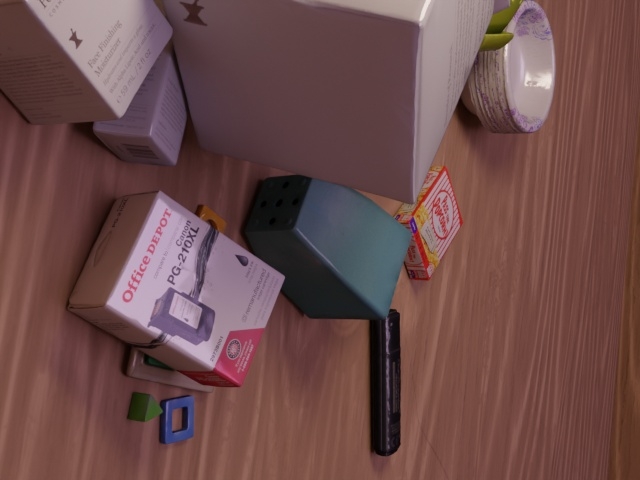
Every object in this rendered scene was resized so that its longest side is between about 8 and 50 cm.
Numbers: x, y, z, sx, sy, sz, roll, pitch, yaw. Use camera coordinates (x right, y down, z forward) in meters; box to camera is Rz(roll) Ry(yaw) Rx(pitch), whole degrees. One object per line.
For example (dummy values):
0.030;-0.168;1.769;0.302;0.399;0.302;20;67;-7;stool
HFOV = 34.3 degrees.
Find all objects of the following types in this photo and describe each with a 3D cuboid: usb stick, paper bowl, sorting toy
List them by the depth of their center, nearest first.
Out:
-0.186;0.116;1.475;0.196;0.047;0.347;25;71;-55;sorting toy
0.125;0.266;1.963;0.077;0.045;0.278;-10;100;-63;usb stick
0.393;-0.372;2.242;0.284;0.148;0.284;-4;95;-57;paper bowl

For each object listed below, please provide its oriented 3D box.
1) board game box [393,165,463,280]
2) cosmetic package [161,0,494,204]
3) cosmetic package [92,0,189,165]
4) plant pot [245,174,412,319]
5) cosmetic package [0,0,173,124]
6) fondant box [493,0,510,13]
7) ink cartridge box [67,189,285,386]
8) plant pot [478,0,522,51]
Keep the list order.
0.217;-0.037;2.083;0.193;0.045;0.146;-55;134;-40;board game box
0.034;-0.326;1.367;0.327;0.329;0.393;84;26;-55;cosmetic package
-0.216;-0.225;1.349;0.117;0.086;0.231;63;36;-72;cosmetic package
0.000;0.000;1.661;0.234;0.166;0.165;42;57;-40;plant pot
-0.299;-0.249;1.185;0.183;0.151;0.151;55;48;-43;cosmetic package
0.201;-0.538;1.682;0.238;0.096;0.330;23;46;-77;fondant box
-0.185;0.067;1.368;0.237;0.100;0.172;36;64;-34;ink cartridge box
0.263;-0.471;1.945;0.227;0.228;0.207;-25;129;-63;plant pot
